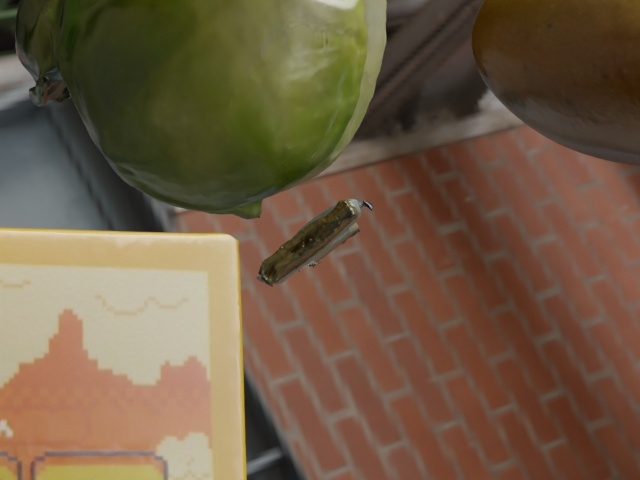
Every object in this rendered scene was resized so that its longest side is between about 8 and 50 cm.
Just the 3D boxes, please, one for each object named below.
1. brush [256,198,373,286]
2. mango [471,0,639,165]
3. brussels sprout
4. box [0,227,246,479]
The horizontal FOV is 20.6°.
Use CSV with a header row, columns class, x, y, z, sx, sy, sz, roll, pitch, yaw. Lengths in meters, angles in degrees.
class,x,y,z,sx,sy,sz,roll,pitch,yaw
brush,0.000,0.000,1.206,0.020,0.085,0.336,51,2,2
mango,0.184,-0.092,0.906,0.253,0.138,0.113,17,-94,56
brussels sprout,-0.084,-0.150,1.304,0.294,0.227,0.259,-34,-95,33
box,-0.197,0.121,0.815,0.283,0.259,0.214,148,-59,-65
